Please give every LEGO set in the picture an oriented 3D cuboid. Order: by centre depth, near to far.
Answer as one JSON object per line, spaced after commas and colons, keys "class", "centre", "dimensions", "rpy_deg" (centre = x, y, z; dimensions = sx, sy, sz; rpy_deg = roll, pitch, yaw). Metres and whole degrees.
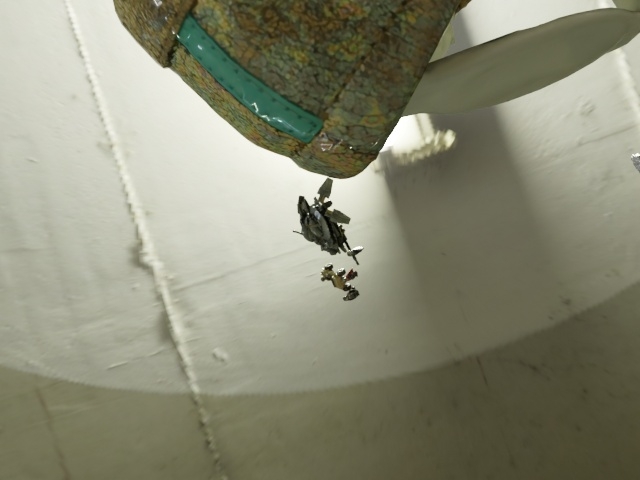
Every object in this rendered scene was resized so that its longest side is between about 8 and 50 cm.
{"class": "LEGO set", "centre": [0.002, 0.002, 0.752], "dimensions": [0.023, 0.054, 0.083], "rpy_deg": [-29, -59, -20]}

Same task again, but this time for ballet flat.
{"class": "ballet flat", "centre": [0.086, -0.125, 0.457], "dimensions": [0.348, 0.123, 0.123], "rpy_deg": [-36, -92, -35]}

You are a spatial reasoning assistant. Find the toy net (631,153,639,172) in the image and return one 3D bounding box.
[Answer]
{"class": "toy net", "centre": [0.165, 0.025, 0.457], "dimensions": [0.122, 0.232, 0.045], "rpy_deg": [38, -67, -16]}
